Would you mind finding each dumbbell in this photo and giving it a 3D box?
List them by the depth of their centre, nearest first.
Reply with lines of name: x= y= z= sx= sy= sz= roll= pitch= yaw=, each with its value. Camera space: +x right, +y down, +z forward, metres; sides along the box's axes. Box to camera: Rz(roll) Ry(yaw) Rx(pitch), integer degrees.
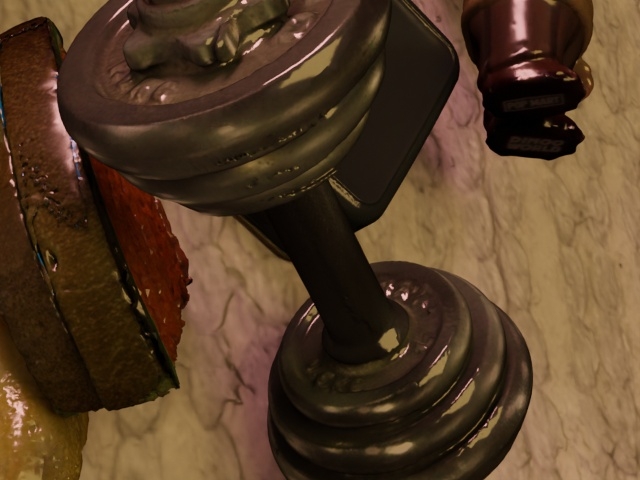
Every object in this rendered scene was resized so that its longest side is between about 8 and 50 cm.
dumbbell: x=0.000 y=0.000 z=0.670 sx=0.179 sy=0.179 sz=0.406 roll=-60 pitch=139 yaw=-35

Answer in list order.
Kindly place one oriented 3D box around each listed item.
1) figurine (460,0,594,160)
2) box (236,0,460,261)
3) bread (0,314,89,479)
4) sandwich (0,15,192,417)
figurine: x=0.176 y=-0.256 z=0.917 sx=0.218 sy=0.206 sz=0.364 roll=43 pitch=30 yaw=-57
box: x=0.004 y=-0.100 z=0.845 sx=0.144 sy=0.090 sz=0.201 roll=44 pitch=53 yaw=-16
bread: x=-0.194 y=0.113 z=0.635 sx=0.149 sy=0.065 sz=0.187 roll=29 pitch=59 yaw=-20
sandwich: x=-0.145 y=-0.015 z=0.687 sx=0.159 sy=0.079 sz=0.235 roll=7 pitch=59 yaw=-83
